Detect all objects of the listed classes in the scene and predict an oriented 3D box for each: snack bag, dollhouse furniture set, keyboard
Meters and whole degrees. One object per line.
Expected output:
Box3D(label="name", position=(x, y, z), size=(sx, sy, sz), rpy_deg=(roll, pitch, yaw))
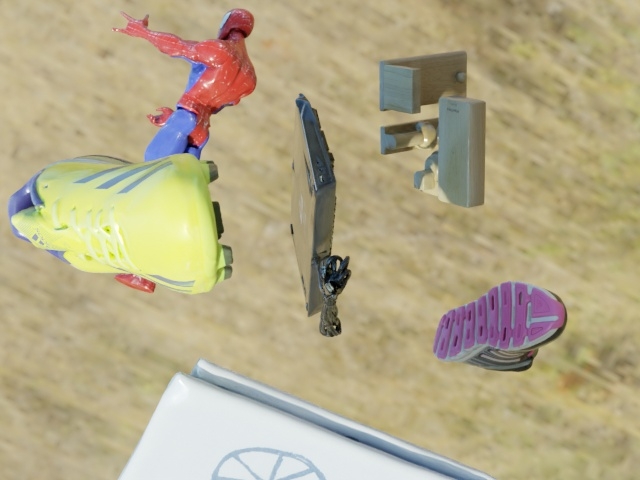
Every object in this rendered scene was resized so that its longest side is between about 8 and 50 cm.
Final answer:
Box3D(label="snack bag", position=(-0.024, 0.260, 1.462), size=(0.037, 0.323, 0.342), rpy_deg=(-84, 20, -51))
Box3D(label="dollhouse furniture set", position=(0.160, -0.126, 2.083), size=(0.151, 0.123, 0.144), rpy_deg=(17, 113, 51))
Box3D(label="keyboard", position=(0.000, 0.000, 1.953), size=(0.317, 0.033, 0.202), rpy_deg=(93, 167, -66))

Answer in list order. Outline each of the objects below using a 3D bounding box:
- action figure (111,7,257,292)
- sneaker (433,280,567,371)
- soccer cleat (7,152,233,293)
Box3D(label="action figure", position=(-0.156, -0.103, 1.748), size=(0.139, 0.091, 0.280), rpy_deg=(19, 74, 33))
Box3D(label="sneaker", position=(0.174, 0.079, 1.662), size=(0.170, 0.074, 0.063), rpy_deg=(-25, 56, 56))
Box3D(label="soccer cleat", position=(-0.140, -0.010, 1.255), size=(0.289, 0.121, 0.093), rpy_deg=(-170, 74, -70))
